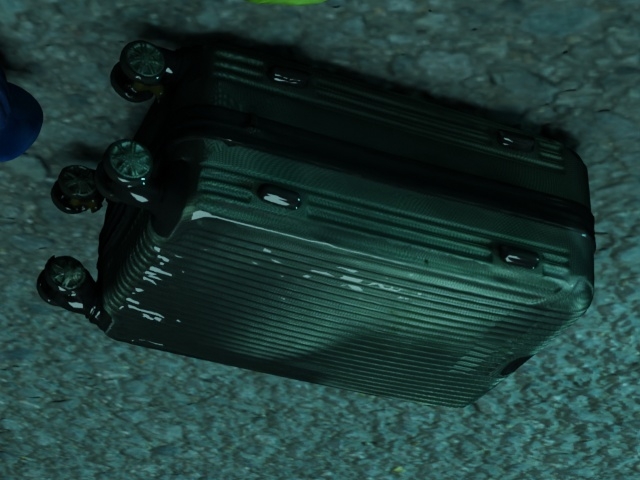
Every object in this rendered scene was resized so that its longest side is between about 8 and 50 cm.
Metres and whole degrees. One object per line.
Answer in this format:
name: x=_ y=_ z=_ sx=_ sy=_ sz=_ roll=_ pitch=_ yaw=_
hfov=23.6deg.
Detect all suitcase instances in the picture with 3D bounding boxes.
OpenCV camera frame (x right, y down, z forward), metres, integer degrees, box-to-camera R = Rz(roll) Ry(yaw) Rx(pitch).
suitcase: x=0.000 y=0.000 z=0.940 sx=0.312 sy=0.128 sz=0.202 roll=14 pitch=148 yaw=-18

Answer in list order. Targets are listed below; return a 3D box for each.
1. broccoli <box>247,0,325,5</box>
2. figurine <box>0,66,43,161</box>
broccoli: x=-0.007 y=-0.216 z=0.502 sx=0.334 sy=0.272 sz=0.324 roll=-28 pitch=177 yaw=32
figurine: x=-0.229 y=-0.074 z=0.913 sx=0.136 sy=0.077 sz=0.079 roll=-10 pitch=115 yaw=49
